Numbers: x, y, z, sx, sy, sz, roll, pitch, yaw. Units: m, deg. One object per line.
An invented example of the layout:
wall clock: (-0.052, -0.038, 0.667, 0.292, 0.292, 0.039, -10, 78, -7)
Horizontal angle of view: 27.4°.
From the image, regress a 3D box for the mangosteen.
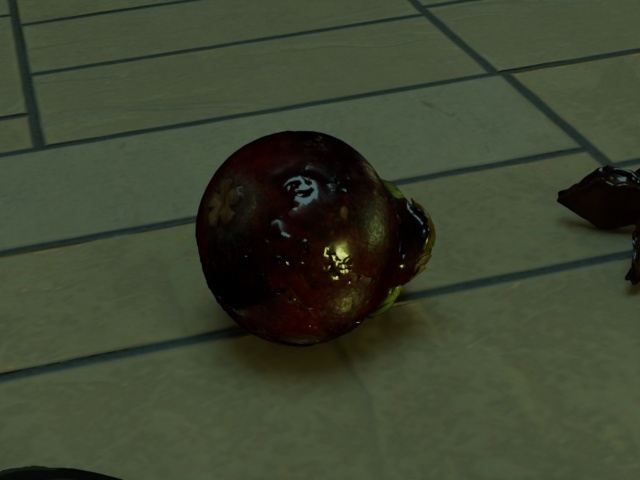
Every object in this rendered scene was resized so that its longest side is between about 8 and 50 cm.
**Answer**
mangosteen: (0.000, 0.000, 0.982, 0.180, 0.166, 0.166, 8, 18, -33)

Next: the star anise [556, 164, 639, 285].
star anise: (0.281, -0.059, 1.058, 0.158, 0.144, 0.140, -14, 37, -19)

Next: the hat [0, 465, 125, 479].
hat: (-0.055, 0.180, 0.603, 0.381, 0.257, 0.366, 33, 40, 21)
